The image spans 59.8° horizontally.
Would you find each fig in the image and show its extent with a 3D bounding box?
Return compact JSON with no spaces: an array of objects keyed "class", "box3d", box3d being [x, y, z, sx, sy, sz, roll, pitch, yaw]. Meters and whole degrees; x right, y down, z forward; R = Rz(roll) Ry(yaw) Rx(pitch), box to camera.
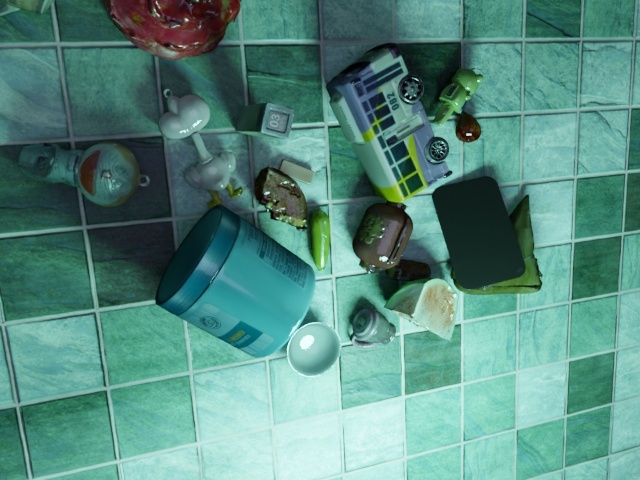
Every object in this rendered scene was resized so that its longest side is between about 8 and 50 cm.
[{"class":"fig","box3d":[0.502,-0.400,1.901,0.088,0.089,0.125,5,76,-20]}]

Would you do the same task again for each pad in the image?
[{"class":"pad","box3d":[0.508,-0.017,1.933,0.314,0.063,0.376,-12,76,-5]}]

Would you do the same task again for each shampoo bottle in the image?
[{"class":"shampoo bottle","box3d":[-0.237,0.123,1.607,0.342,0.331,0.331,34,88,-23]}]

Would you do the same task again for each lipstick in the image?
[{"class":"lipstick","box3d":[-0.160,-0.325,1.521,0.076,0.371,0.080,10,97,-20]}]

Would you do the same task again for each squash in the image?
[{"class":"squash","box3d":[0.000,0.000,1.804,0.066,0.066,0.201,-6,103,-18]}]

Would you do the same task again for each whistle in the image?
[{"class":"whistle","box3d":[0.452,-0.479,1.853,0.227,0.105,0.085,-57,142,0]},{"class":"whistle","box3d":[-0.640,-0.190,1.502,0.347,0.189,0.189,10,97,-9]}]

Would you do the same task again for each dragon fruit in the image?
[{"class":"dragon fruit","box3d":[-0.386,-0.676,1.457,0.371,0.249,0.386,-43,113,-12]}]

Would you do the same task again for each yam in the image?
[{"class":"yam","box3d":[0.304,0.106,1.925,0.141,0.079,0.079,7,98,-23]}]

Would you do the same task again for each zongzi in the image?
[{"class":"zongzi","box3d":[0.622,0.013,1.980,0.322,0.160,0.361,0,91,-17]}]

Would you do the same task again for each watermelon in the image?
[{"class":"watermelon","box3d":[0.359,0.238,1.903,0.224,0.180,0.305,-28,142,27]}]

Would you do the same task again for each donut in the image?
[{"class":"donut","box3d":[-0.119,-0.126,1.709,0.186,0.126,0.144,24,85,-25]}]

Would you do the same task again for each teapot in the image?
[{"class":"teapot","box3d":[0.184,0.315,1.906,0.146,0.116,0.148,28,87,-32]}]

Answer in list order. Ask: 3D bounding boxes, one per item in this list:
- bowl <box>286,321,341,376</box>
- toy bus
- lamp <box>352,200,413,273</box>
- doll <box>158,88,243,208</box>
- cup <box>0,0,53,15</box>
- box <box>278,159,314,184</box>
[{"class":"bowl","box3d":[-0.034,0.348,1.850,0.188,0.086,0.189,-4,101,-20]},{"class":"toy bus","box3d":[0.202,-0.357,1.730,0.249,0.209,0.440,-31,110,-9]},{"class":"lamp","box3d":[0.205,-0.010,1.812,0.180,0.180,0.258,22,92,-21]},{"class":"doll","box3d":[-0.352,-0.271,1.616,0.160,0.094,0.365,-29,109,-9]},{"class":"cup","box3d":[-0.784,-0.651,1.348,0.257,0.227,0.301,34,117,-26]},{"class":"box","box3d":[-0.076,-0.216,1.758,0.115,0.025,0.048,19,89,-21]}]
